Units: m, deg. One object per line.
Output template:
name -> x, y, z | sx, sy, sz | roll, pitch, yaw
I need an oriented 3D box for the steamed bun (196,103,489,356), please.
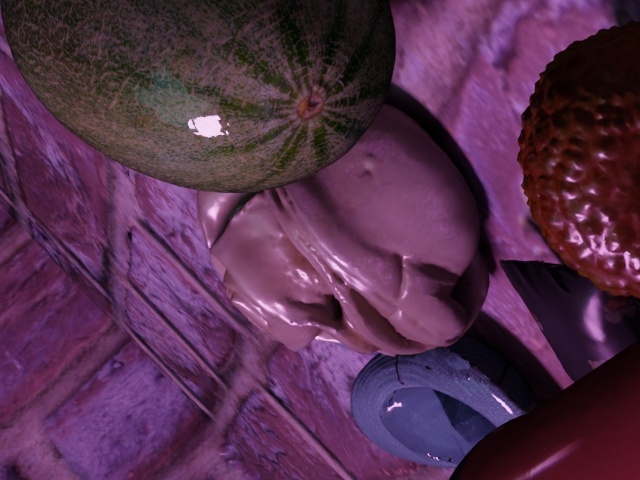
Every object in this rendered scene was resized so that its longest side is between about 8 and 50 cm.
steamed bun -> -0.001, -0.001, 0.978 | 0.218, 0.144, 0.211 | 33, 159, 40

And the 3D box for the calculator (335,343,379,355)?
calculator -> -0.012, 0.022, 1.262 | 0.188, 0.042, 0.302 | 52, 167, -14

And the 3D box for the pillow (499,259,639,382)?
pillow -> 0.172, 0.065, 0.864 | 0.150, 0.048, 0.090 | 55, 166, -18

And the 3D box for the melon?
melon -> -0.077, -0.126, 0.804 | 0.287, 0.182, 0.182 | 29, 156, 46

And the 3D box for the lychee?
lychee -> 0.134, -0.033, 0.596 | 0.114, 0.114, 0.146 | 51, -174, -14

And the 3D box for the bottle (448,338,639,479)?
bottle -> 0.181, 0.093, 0.600 | 0.144, 0.144, 0.336 | 46, 145, 2

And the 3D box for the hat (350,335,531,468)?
hat -> 0.110, 0.118, 1.126 | 0.138, 0.078, 0.191 | 45, 148, -25
